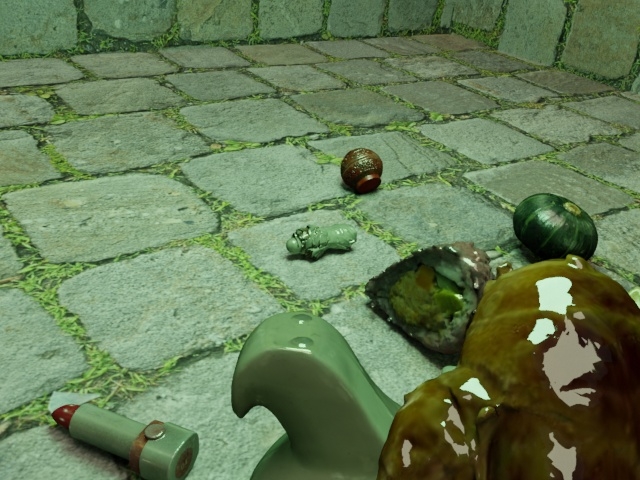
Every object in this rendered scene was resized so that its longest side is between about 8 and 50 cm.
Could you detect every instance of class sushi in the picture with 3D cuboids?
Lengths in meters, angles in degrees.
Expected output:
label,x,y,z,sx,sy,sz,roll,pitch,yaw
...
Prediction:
label,x,y,z,sx,sy,sz,roll,pitch,yaw
sushi,0.177,0.100,1.000,0.107,0.241,0.161,-4,71,-39

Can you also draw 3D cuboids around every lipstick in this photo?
label,x,y,z,sx,sy,sz,roll,pitch,yaw
lipstick,-0.238,0.224,0.755,0.186,0.057,0.063,14,30,18

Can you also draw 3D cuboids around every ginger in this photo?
label,x,y,z,sx,sy,sz,roll,pitch,yaw
ginger,0.201,0.180,0.419,0.274,0.152,0.357,-33,67,-33

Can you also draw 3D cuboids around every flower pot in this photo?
label,x,y,z,sx,sy,sz,roll,pitch,yaw
flower pot,0.097,0.210,0.636,0.367,0.254,0.164,3,16,-3

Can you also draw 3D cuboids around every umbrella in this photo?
label,x,y,z,sx,sy,sz,roll,pitch,yaw
umbrella,0.000,0.000,1.209,0.143,0.062,0.067,-12,64,-31

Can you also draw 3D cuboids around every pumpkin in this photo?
label,x,y,z,sx,sy,sz,roll,pitch,yaw
pumpkin,0.454,-0.021,1.265,0.167,0.125,0.167,14,47,-15

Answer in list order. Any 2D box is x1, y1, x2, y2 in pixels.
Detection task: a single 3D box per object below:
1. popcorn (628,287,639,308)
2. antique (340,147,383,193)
label,x,y,z,sx,sy,sz,roll,pitch,yaw
popcorn,0.549,0.152,0.920,0.237,0.206,0.251,-1,59,-42
antique,0.093,-0.162,1.470,0.104,0.104,0.104,5,29,-3
